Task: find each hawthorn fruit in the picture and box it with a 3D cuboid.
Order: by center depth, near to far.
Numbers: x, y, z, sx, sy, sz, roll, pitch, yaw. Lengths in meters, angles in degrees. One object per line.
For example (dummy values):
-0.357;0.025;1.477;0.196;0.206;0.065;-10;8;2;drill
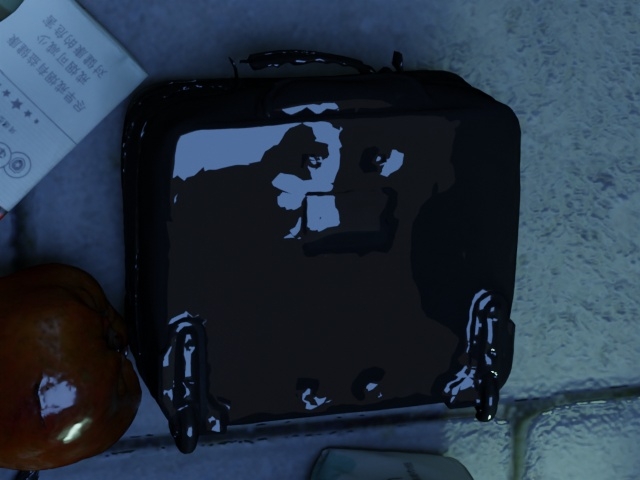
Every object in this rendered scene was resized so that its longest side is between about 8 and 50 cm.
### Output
-0.265;0.115;1.607;0.202;0.185;0.185;-14;115;11;hawthorn fruit

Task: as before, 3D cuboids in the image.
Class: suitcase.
0.000;0.000;1.642;0.345;0.188;0.339;-4;112;-15;suitcase

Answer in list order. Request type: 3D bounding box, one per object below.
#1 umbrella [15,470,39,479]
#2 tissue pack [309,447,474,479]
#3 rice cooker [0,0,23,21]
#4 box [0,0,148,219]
-0.305;0.289;1.732;0.044;0.044;0.269;20;105;-55;umbrella
0.089;0.385;1.723;0.194;0.356;0.266;4;109;-16;tissue pack
-0.326;-0.249;1.470;0.127;0.145;0.206;-42;114;12;rice cooker
-0.282;-0.107;1.594;0.245;0.035;0.139;-45;117;2;box
